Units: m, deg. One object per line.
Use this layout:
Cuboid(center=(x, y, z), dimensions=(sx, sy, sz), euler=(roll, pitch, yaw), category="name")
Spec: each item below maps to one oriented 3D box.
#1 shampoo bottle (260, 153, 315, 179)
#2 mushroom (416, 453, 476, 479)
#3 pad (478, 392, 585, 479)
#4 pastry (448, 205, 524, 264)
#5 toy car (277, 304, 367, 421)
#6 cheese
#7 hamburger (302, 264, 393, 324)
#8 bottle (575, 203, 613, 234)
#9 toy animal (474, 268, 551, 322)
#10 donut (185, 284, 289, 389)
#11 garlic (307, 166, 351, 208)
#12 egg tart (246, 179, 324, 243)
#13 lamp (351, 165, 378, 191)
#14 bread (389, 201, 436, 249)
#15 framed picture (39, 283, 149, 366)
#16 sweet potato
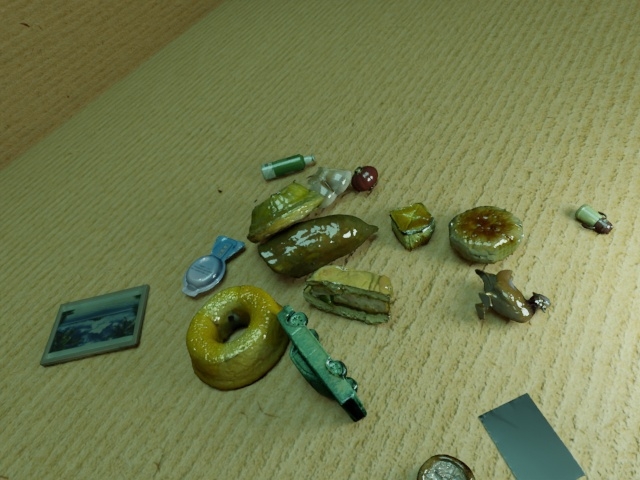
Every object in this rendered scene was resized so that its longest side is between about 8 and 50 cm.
Cuboid(center=(-0.120, -0.285, 1.778), dimensions=(0.204, 0.065, 0.065), euler=(-16, 47, 2), category="shampoo bottle")
Cuboid(center=(0.257, 0.502, 0.965), dimensions=(0.123, 0.052, 0.123), euler=(-6, 42, 5), category="mushroom")
Cuboid(center=(0.445, 0.433, 1.004), dimensions=(0.127, 0.004, 0.190), euler=(-23, 46, -4), category="pad")
Cuboid(center=(0.464, -0.018, 1.340), dimensions=(0.192, 0.093, 0.182), euler=(-26, 46, -13), category="pastry")
Cuboid(center=(-0.009, 0.300, 1.166), dimensions=(0.097, 0.141, 0.321), euler=(-37, 49, -9), category="toy car")
Cuboid(center=(-0.354, 0.082, 1.525), dimensions=(0.135, 0.052, 0.245), euler=(18, 55, 26), category="cheese")
Cuboid(center=(0.082, 0.142, 1.306), dimensions=(0.261, 0.124, 0.131), euler=(11, 35, 20), category="hamburger")
Cuboid(center=(0.768, -0.055, 1.319), dimensions=(0.063, 0.047, 0.101), euler=(-53, 51, 18), category="bottle")
Cuboid(center=(0.482, 0.133, 1.214), dimensions=(0.179, 0.089, 0.188), euler=(-11, 46, -11), category="toy animal")
Cuboid(center=(-0.237, 0.251, 1.300), dimensions=(0.302, 0.110, 0.303), euler=(-9, 46, 9), category="donut")
Cuboid(center=(0.029, -0.182, 1.617), dimensions=(0.124, 0.099, 0.175), euler=(30, 82, 46), category="garlic")
Cuboid(center=(-0.127, -0.095, 1.485), dimensions=(0.290, 0.115, 0.290), euler=(-32, 6, 4), category="egg tart")
Cuboid(center=(0.152, -0.212, 1.612), dimensions=(0.101, 0.090, 0.101), euler=(-36, 18, 14), category="lamp")
Cuboid(center=(0.286, -0.049, 1.438), dimensions=(0.127, 0.069, 0.140), euler=(-22, 43, -4), category="bread")
Cuboid(center=(-0.704, 0.264, 1.485), dimensions=(0.314, 0.024, 0.232), euler=(-13, 46, 4), category="framed picture")
Cuboid(center=(0.000, 0.000, 1.426), dimensions=(0.369, 0.158, 0.158), euler=(-24, 47, -4), category="sweet potato")
